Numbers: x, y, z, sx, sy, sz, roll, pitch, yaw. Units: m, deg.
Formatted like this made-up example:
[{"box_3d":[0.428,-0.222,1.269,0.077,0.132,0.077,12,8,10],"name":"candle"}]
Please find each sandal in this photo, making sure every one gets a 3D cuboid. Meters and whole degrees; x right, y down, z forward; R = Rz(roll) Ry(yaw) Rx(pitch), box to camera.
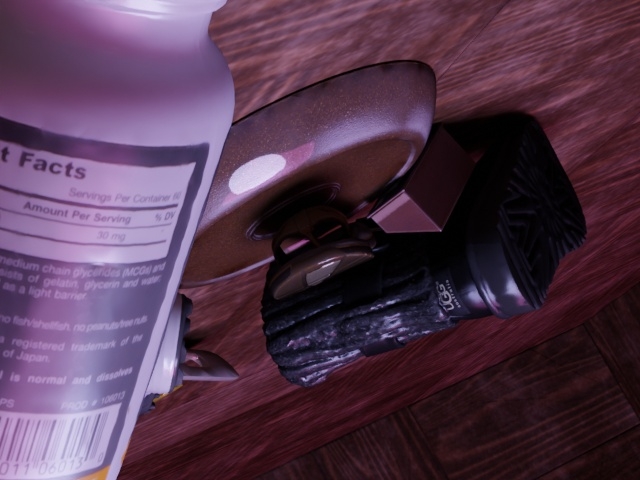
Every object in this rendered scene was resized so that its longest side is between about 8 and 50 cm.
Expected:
[{"box_3d":[0.000,0.000,1.389,0.090,0.060,0.219,-26,-177,12],"name":"sandal"}]

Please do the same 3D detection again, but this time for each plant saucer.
[{"box_3d":[-0.031,-0.041,1.387,0.310,0.050,0.310,-28,167,-7],"name":"plant saucer"}]

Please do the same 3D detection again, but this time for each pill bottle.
[{"box_3d":[-0.129,-0.027,0.727,0.162,0.162,0.278,-11,126,-54],"name":"pill bottle"}]

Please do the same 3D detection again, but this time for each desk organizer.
[{"box_3d":[0.092,-0.046,1.505,0.047,0.050,0.130,-38,-169,34],"name":"desk organizer"}]

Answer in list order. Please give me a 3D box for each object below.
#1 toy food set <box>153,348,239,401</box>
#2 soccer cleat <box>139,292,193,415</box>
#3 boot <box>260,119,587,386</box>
[{"box_3d":[-0.247,0.208,1.797,0.306,0.092,0.219,-31,167,12],"name":"toy food set"},{"box_3d":[-0.188,0.091,1.493,0.116,0.109,0.318,9,171,-10],"name":"soccer cleat"},{"box_3d":[0.100,0.006,1.648,0.260,0.131,0.348,-21,-170,25],"name":"boot"}]
